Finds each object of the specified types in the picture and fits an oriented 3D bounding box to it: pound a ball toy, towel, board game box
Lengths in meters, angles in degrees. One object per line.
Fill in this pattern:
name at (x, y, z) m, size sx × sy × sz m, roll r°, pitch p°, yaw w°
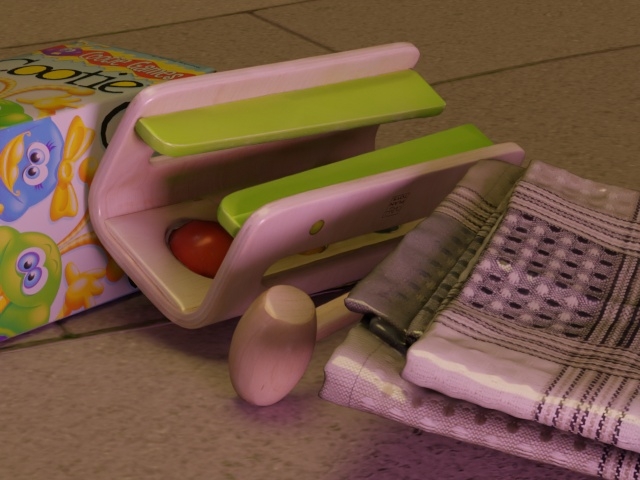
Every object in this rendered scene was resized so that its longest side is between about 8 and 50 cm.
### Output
pound a ball toy at (0.000, 0.000, 1.191) m, size 0.319 × 0.135 × 0.208 m, roll -17°, pitch 55°, yaw -46°
towel at (0.191, 0.040, 1.006) m, size 0.324 × 0.056 × 0.312 m, roll 14°, pitch 28°, yaw 16°
board game box at (-0.210, -0.031, 1.213) m, size 0.144 × 0.142 × 0.275 m, roll 15°, pitch 24°, yaw 38°
